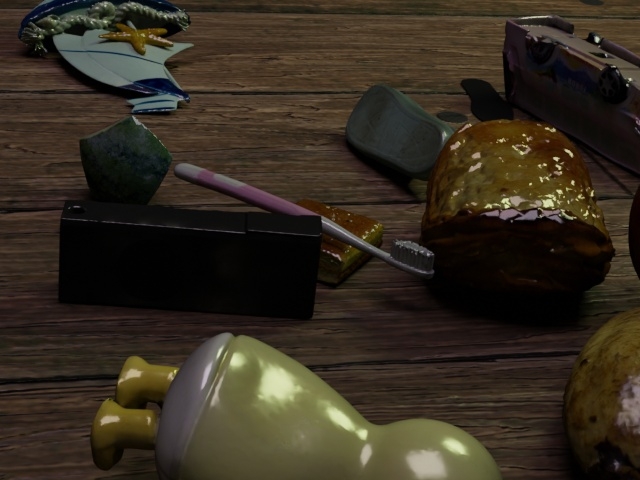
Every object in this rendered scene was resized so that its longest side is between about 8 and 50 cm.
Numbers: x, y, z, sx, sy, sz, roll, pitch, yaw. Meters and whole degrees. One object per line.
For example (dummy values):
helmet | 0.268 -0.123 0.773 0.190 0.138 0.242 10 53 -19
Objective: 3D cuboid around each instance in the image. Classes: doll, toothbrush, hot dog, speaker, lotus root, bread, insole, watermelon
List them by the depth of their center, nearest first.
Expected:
doll | -0.003 0.150 1.002 0.296 0.117 0.141 23 30 2
lotus root | 0.244 0.109 1.148 0.110 0.097 0.258 9 22 12
speaker | -0.110 0.014 1.273 0.218 0.082 0.044 5 26 -6
toothbrush | -0.019 -0.024 1.357 0.286 0.025 0.020 22 29 28
bread | 0.000 0.000 1.382 0.090 0.035 0.094 18 27 22
hot dog | 0.180 -0.023 1.388 0.175 0.114 0.259 3 23 4
watermelon | -0.180 -0.081 1.449 0.092 0.084 0.072 -6 30 21
insole | 0.199 -0.168 1.812 0.053 0.002 0.152 1 26 -11

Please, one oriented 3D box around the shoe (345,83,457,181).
shoe | 0.098 -0.104 1.601 0.078 0.079 0.195 33 2 -30

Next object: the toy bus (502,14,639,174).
toy bus | 0.314 -0.172 1.722 0.090 0.112 0.274 -10 30 -30

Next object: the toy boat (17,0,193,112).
toy boat | -0.231 -0.215 1.780 0.221 0.067 0.291 -7 40 -24

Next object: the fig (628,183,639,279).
fig | 0.385 -0.010 1.279 0.235 0.235 0.214 -13 43 -35
